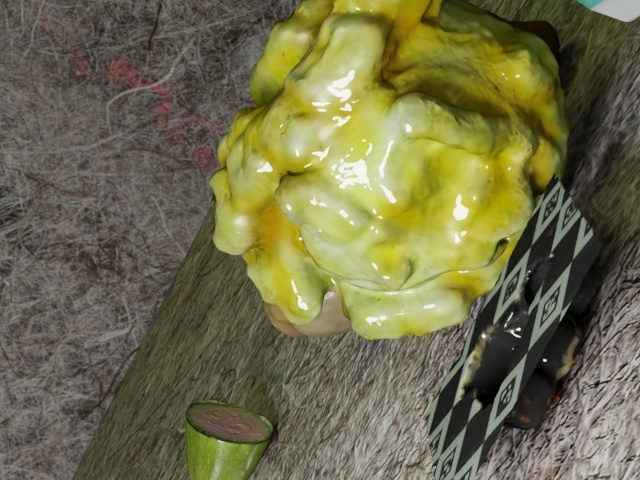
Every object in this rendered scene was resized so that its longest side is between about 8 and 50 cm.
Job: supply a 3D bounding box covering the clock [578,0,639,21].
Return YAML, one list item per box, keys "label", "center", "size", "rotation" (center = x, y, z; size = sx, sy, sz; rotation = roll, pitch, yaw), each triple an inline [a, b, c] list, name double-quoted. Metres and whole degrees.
- label: "clock"
  center: [0.314, -0.292, 1.191]
  size: [0.231, 0.116, 0.262]
  rotation: [-69, 11, -15]

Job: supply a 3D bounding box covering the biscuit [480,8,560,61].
- label: "biscuit"
  center: [0.080, -0.151, 1.558]
  size: [0.273, 0.257, 0.049]
  rotation: [-24, 69, 49]

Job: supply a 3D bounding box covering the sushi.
- label: "sushi"
  center: [0.149, 0.080, 1.138]
  size: [0.219, 0.047, 0.231]
  rotation: [-63, 5, 13]

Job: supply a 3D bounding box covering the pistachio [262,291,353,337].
- label: "pistachio"
  center: [0.036, 0.001, 1.630]
  size: [0.238, 0.138, 0.153]
  rotation: [-53, -23, 1]

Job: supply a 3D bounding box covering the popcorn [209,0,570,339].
- label: "popcorn"
  center: [0.067, -0.081, 1.311]
  size: [0.335, 0.279, 0.274]
  rotation: [-40, 9, 21]

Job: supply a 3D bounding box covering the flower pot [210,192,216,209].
- label: "flower pot"
  center: [0.001, -0.050, 1.782]
  size: [0.212, 0.203, 0.212]
  rotation: [-54, 15, 22]

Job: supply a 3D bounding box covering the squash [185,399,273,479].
- label: "squash"
  center: [-0.116, 0.263, 1.849]
  size: [0.105, 0.105, 0.132]
  rotation: [-94, 16, -71]
